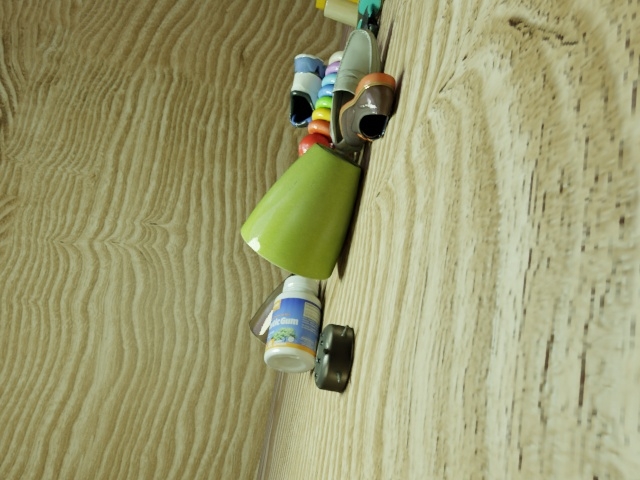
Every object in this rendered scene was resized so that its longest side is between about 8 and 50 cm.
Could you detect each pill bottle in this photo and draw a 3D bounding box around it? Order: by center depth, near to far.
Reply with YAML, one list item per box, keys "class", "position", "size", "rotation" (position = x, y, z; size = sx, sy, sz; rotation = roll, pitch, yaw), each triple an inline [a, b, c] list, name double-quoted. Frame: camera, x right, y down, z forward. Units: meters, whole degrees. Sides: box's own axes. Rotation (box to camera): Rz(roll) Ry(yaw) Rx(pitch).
- class: "pill bottle"
  position: [-0.075, 0.248, 1.444]
  size: [0.152, 0.152, 0.272]
  rotation: [108, 171, -52]

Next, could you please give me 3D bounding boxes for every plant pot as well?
- class: "plant pot"
  position: [-0.021, -0.093, 1.244]
  size: [0.293, 0.275, 0.275]
  rotation: [-61, 10, 16]
- class: "plant pot"
  position: [-0.102, 0.237, 1.651]
  size: [0.230, 0.215, 0.215]
  rotation: [-62, 8, 10]

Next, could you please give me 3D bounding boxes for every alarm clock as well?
- class: "alarm clock"
  position: [0.021, 0.239, 0.961]
  size: [0.192, 0.064, 0.129]
  rotation: [106, 174, -67]

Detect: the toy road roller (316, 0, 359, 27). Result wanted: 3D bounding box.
- class: "toy road roller"
  position: [0.095, -0.871, 1.612]
  size: [0.329, 0.202, 0.240]
  rotation: [109, 180, -53]

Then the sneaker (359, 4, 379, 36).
- class: "sneaker"
  position: [0.150, -0.647, 1.504]
  size: [0.089, 0.051, 0.170]
  rotation: [137, 134, -56]

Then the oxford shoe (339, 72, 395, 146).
- class: "oxford shoe"
  position: [0.096, -0.263, 1.074]
  size: [0.271, 0.097, 0.098]
  rotation: [117, 156, -75]

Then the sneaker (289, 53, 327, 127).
- class: "sneaker"
  position: [-0.015, -0.410, 1.490]
  size: [0.315, 0.127, 0.182]
  rotation: [37, -111, -57]

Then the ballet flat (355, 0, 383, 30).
- class: "ballet flat"
  position: [0.158, -0.752, 1.572]
  size: [0.232, 0.080, 0.073]
  rotation: [113, -178, -60]

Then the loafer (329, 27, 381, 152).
- class: "loafer"
  position: [0.086, -0.390, 1.234]
  size: [0.111, 0.112, 0.319]
  rotation: [-6, -78, -63]

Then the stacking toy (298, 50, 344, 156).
- class: "stacking toy"
  position: [0.029, -0.364, 1.346]
  size: [0.141, 0.141, 0.330]
  rotation: [125, 170, -77]

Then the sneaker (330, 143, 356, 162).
- class: "sneaker"
  position: [0.064, -0.242, 1.395]
  size: [0.225, 0.093, 0.088]
  rotation: [-62, 20, -13]
